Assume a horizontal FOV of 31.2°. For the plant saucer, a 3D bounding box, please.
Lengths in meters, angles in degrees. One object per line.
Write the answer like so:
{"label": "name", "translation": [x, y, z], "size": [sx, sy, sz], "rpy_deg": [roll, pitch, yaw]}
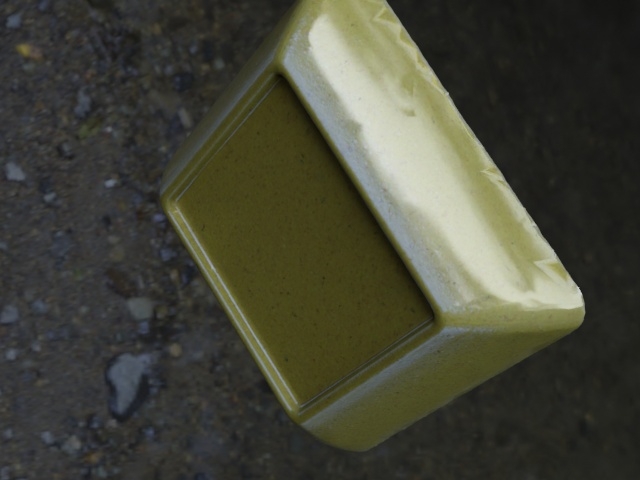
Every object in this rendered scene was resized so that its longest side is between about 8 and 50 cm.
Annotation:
{"label": "plant saucer", "translation": [0.000, 0.000, 0.925], "size": [0.081, 0.333, 0.332], "rpy_deg": [-26, 80, -40]}
